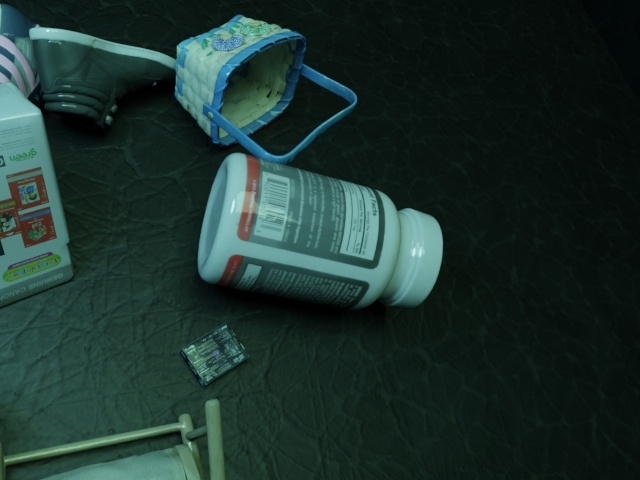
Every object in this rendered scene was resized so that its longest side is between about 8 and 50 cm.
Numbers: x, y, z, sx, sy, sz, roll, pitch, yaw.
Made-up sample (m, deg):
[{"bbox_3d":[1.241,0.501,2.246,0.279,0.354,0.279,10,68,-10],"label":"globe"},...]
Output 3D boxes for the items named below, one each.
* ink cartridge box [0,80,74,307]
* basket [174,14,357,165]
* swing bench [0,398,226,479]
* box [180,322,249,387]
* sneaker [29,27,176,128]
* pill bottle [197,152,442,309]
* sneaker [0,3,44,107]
[{"bbox_3d":[-0.506,-0.028,0.721,0.310,0.271,0.130,-23,44,-34],"label":"ink cartridge box"},{"bbox_3d":[-0.109,-0.270,1.037,0.289,0.201,0.255,37,51,10],"label":"basket"},{"bbox_3d":[-0.237,0.341,0.652,0.254,0.165,0.254,-3,69,-28],"label":"swing bench"},{"bbox_3d":[-0.161,0.174,0.870,0.083,0.018,0.067,-30,78,-35],"label":"box"},{"bbox_3d":[-0.360,-0.266,0.989,0.296,0.105,0.146,-11,109,-57],"label":"sneaker"},{"bbox_3d":[0.000,0.000,0.931,0.363,0.210,0.210,13,57,-19],"label":"pill bottle"},{"bbox_3d":[-0.483,-0.229,0.898,0.131,0.112,0.318,16,63,-52],"label":"sneaker"}]
